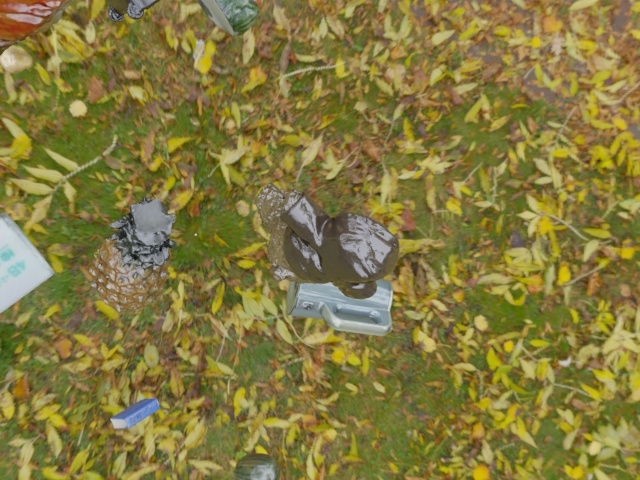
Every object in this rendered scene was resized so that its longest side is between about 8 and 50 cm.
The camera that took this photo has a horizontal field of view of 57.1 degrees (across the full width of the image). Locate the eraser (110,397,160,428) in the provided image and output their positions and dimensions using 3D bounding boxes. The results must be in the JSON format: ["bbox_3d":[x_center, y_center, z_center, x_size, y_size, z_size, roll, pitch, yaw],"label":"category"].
[{"bbox_3d":[-0.393,0.368,1.252,0.084,0.063,0.027,-26,96,-48],"label":"eraser"}]

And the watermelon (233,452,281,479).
[{"bbox_3d":[-0.134,0.487,1.234,0.110,0.078,0.078,-9,93,31],"label":"watermelon"}]

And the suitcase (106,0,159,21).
[{"bbox_3d":[-0.504,-0.809,1.750,0.339,0.345,0.188,-37,119,-14],"label":"suitcase"}]

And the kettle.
[{"bbox_3d":[0.052,0.141,1.430,0.243,0.210,0.160,14,115,-10],"label":"kettle"}]

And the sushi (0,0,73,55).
[{"bbox_3d":[-0.268,-0.205,0.438,0.124,0.332,0.130,32,55,-46],"label":"sushi"}]

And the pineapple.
[{"bbox_3d":[-0.341,0.021,1.125,0.157,0.279,0.158,18,50,-23],"label":"pineapple"}]

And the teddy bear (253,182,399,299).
[{"bbox_3d":[-0.007,0.006,0.484,0.078,0.160,0.119,-50,119,-17],"label":"teddy bear"}]

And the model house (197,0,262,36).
[{"bbox_3d":[-0.102,-0.500,0.876,0.301,0.190,0.271,-35,115,4],"label":"model house"}]

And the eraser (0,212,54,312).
[{"bbox_3d":[-0.810,0.092,1.392,0.290,0.104,0.189,-41,123,-18],"label":"eraser"}]

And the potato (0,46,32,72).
[{"bbox_3d":[-0.780,-0.462,1.502,0.083,0.062,0.068,-21,101,-37],"label":"potato"}]
